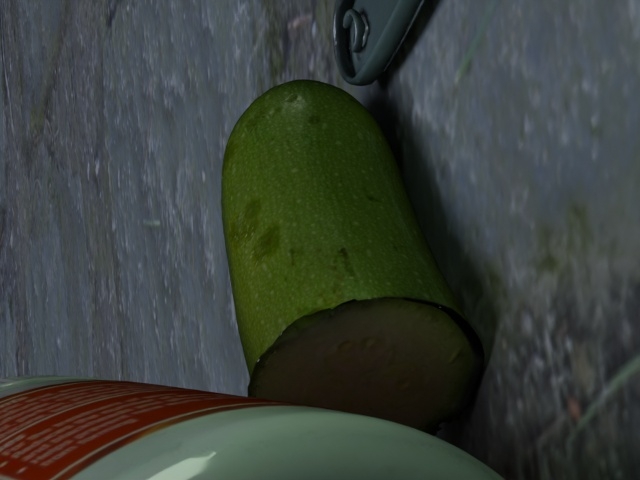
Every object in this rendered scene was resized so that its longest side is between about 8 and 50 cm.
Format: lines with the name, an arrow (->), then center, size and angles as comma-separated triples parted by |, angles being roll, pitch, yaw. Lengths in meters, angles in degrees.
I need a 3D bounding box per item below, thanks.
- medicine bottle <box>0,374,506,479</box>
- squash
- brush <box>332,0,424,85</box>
medicine bottle -> -0.058, 0.176, 0.528 | 0.241, 0.252, 0.252 | -2, 89, 59
squash -> 0.000, 0.000, 0.679 | 0.188, 0.095, 0.095 | -107, 24, -49
brush -> 0.036, -0.131, 0.599 | 0.297, 0.060, 0.068 | 132, 132, -65
